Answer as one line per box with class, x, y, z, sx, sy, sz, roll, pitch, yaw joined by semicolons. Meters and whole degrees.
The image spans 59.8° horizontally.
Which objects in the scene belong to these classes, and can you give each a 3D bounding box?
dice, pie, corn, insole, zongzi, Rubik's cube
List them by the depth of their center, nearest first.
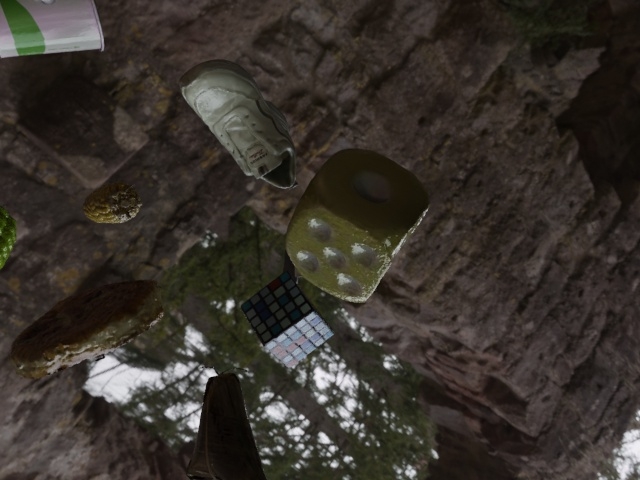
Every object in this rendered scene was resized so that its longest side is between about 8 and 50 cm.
pie;-0.469;0.168;1.116;0.315;0.092;0.315;-18;-163;6
dice;0.074;-0.034;1.174;0.238;0.227;0.233;-51;169;-43
zongzi;-0.167;0.404;1.189;0.241;0.111;0.247;-1;-104;37
corn;-0.559;-0.097;1.468;0.305;0.106;0.106;2;-130;55
Rubik's cube;-0.100;0.241;1.686;0.187;0.182;0.184;-36;-130;-2
insole;-0.080;0.031;1.862;0.012;0.309;0.110;-18;-141;-43

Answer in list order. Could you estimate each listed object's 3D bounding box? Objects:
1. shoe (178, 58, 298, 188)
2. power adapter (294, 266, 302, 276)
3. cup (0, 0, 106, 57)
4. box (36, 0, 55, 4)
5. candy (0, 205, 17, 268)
shoe;-0.149;-0.229;1.178;0.132;0.342;0.210;-32;-119;16
power adapter;0.000;0.000;1.576;0.130;0.125;0.204;-8;-98;47
cup;-0.749;-0.610;1.489;0.274;0.253;0.253;-21;-161;-23
box;-0.567;-0.573;1.001;0.206;0.291;0.262;-68;-154;6
candy;-0.508;0.040;0.785;0.097;0.097;0.209;-23;-135;32
